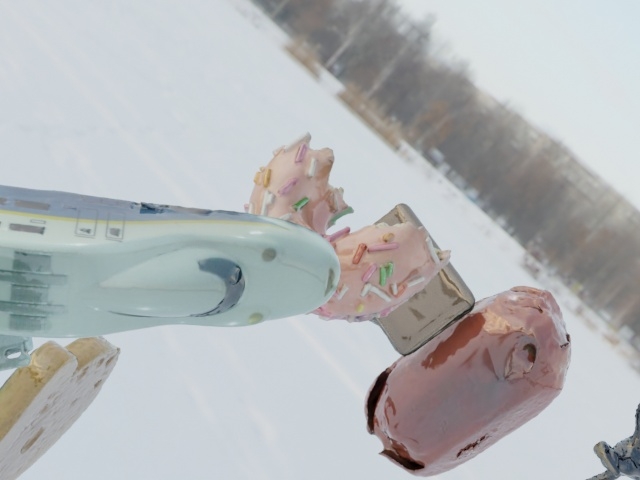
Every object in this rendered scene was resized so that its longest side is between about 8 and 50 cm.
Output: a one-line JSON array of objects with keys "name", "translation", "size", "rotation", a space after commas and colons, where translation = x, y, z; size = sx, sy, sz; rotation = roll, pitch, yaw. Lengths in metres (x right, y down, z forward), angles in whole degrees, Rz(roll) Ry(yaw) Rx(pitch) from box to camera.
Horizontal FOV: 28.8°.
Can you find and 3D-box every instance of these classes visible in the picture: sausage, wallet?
[{"name": "sausage", "translation": [0.175, 0.166, 1.465], "size": [0.152, 0.280, 0.152], "rotation": [42, 20, -20]}, {"name": "wallet", "translation": [0.095, 0.047, 1.431], "size": [0.152, 0.118, 0.039], "rotation": [57, 10, 19]}]

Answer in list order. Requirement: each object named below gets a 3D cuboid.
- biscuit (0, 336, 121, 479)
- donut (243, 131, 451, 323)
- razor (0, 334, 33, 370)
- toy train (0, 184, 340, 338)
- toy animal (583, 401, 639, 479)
[{"name": "biscuit", "translation": [-0.396, 0.232, 1.657], "size": [0.057, 0.287, 0.344], "rotation": [38, 50, 9]}, {"name": "donut", "translation": [0.000, 0.000, 0.914], "size": [0.166, 0.117, 0.065], "rotation": [32, -20, 32]}, {"name": "razor", "translation": [-0.306, 0.111, 0.847], "size": [0.232, 0.106, 0.068], "rotation": [-46, 117, -57]}, {"name": "toy train", "translation": [-0.105, 0.010, 0.520], "size": [0.234, 0.052, 0.051], "rotation": [7, 30, -10]}, {"name": "toy animal", "translation": [0.261, 0.180, 1.027], "size": [0.108, 0.220, 0.062], "rotation": [18, 26, -30]}]
